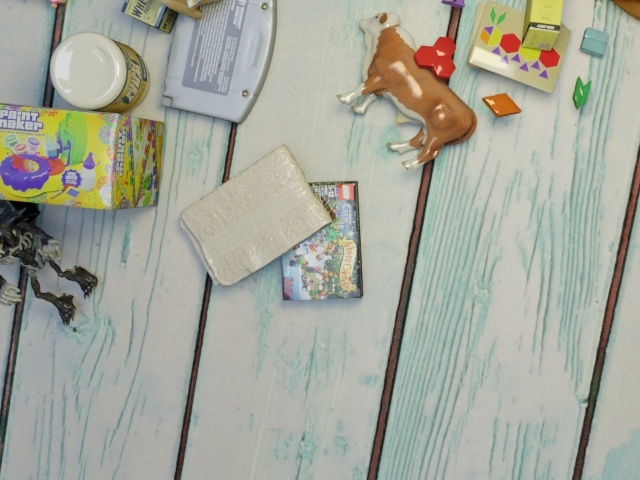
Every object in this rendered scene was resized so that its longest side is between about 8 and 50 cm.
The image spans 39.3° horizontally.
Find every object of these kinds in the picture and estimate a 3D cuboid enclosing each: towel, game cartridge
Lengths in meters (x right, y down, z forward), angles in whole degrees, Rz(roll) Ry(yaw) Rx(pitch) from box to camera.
[{"bbox_3d":[-0.134,-0.042,1.760,0.282,0.049,0.187,-33,84,20],"label":"towel"},{"bbox_3d":[-0.191,-0.389,1.774,0.196,0.060,0.294,15,96,9],"label":"game cartridge"}]

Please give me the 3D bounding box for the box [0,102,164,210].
[{"bbox_3d":[-0.483,-0.162,1.712,0.290,0.279,0.176,6,95,7],"label":"box"}]

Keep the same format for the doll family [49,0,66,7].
[{"bbox_3d":[-0.531,-0.596,1.752,0.163,0.118,0.262,-7,94,-26],"label":"doll family"}]

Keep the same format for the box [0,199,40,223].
[{"bbox_3d":[-0.743,-0.041,1.843,0.261,0.103,0.184,-39,92,8],"label":"box"}]

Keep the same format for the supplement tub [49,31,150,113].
[{"bbox_3d":[-0.418,-0.318,1.732,0.145,0.200,0.144,1,95,7],"label":"supplement tub"}]

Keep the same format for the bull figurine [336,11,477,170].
[{"bbox_3d":[0.153,-0.287,1.715,0.188,0.101,0.310,-44,86,12],"label":"bull figurine"}]

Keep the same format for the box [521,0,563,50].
[{"bbox_3d":[0.416,-0.474,1.645,0.058,0.087,0.232,8,78,4],"label":"box"}]

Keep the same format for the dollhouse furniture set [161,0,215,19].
[{"bbox_3d":[-0.242,-0.677,1.603,0.362,0.256,0.394,-37,81,16],"label":"dollhouse furniture set"}]

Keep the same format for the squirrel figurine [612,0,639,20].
[{"bbox_3d":[0.582,-0.551,1.456,0.397,0.370,0.281,21,94,-20],"label":"squirrel figurine"}]

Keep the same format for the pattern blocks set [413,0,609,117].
[{"bbox_3d":[0.366,-0.364,1.680,0.325,0.026,0.285,28,79,0],"label":"pattern blocks set"}]

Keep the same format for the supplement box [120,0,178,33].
[{"bbox_3d":[-0.335,-0.455,1.770,0.083,0.083,0.056,25,97,5],"label":"supplement box"}]

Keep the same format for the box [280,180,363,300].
[{"bbox_3d":[0.000,0.000,1.781,0.159,0.044,0.233,-3,94,8],"label":"box"}]

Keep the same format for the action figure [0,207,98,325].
[{"bbox_3d":[-0.569,0.047,1.757,0.164,0.141,0.276,-48,124,1],"label":"action figure"}]
